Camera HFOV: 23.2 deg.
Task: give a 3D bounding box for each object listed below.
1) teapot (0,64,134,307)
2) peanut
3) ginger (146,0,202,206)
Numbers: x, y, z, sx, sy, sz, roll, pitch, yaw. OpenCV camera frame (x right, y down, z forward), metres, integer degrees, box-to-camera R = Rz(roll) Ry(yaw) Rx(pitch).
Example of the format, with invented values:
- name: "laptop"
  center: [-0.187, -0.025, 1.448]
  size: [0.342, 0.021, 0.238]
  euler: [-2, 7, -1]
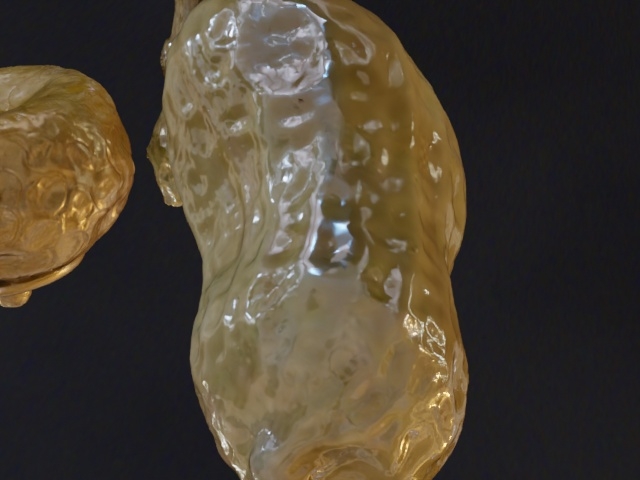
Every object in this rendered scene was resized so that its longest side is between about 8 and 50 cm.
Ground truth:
- name: "teapot"
  center: [-0.243, -0.023, 1.122]
  size: [0.203, 0.311, 0.167]
  euler: [9, -64, 34]
- name: "peanut"
  center: [0.008, -0.002, 0.796]
  size: [0.159, 0.291, 0.143]
  euler: [3, -32, -21]
- name: "ginger"
  center: [-0.074, -0.162, 1.026]
  size: [0.118, 0.065, 0.299]
  euler: [-11, -82, -9]
